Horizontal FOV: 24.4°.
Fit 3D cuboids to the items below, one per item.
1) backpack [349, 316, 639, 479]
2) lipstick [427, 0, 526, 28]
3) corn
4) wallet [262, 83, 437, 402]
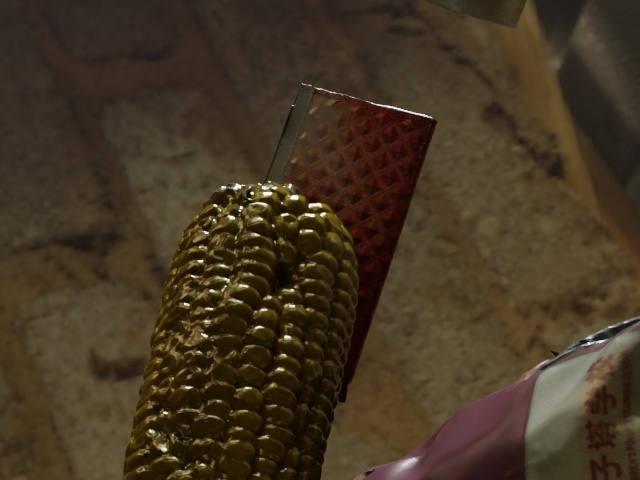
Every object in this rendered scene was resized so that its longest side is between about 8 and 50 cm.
[{"bbox_3d":[0.142,0.215,0.912,0.317,0.197,0.283,-25,-130,35],"label":"backpack"},{"bbox_3d":[0.121,-0.250,0.833,0.077,0.079,0.252,32,-71,44],"label":"lipstick"},{"bbox_3d":[-0.049,0.091,0.834,0.119,0.119,0.321,108,-3,-52],"label":"corn"},{"bbox_3d":[0.000,0.000,0.968,0.020,0.103,0.196,40,69,-71],"label":"wallet"}]
